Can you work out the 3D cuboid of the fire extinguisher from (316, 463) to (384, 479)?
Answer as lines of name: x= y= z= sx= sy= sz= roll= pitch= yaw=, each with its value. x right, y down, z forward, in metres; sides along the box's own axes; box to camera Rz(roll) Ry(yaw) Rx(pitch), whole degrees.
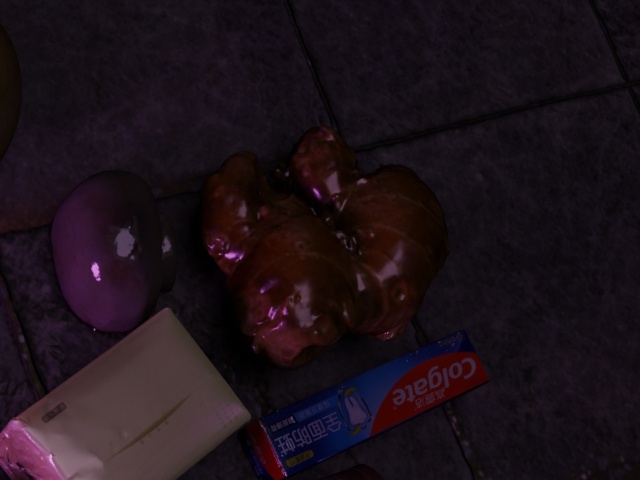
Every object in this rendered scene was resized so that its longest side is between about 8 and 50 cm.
fire extinguisher: x=-0.051 y=0.329 z=1.967 sx=0.269 sy=0.105 sz=0.105 roll=-16 pitch=78 yaw=-33

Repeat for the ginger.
ginger: x=0.010 y=0.000 z=2.109 sx=0.357 sy=0.152 sz=0.274 roll=-21 pitch=61 yaw=-34

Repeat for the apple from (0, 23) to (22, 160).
apple: x=-0.442 y=-0.157 z=1.872 sx=0.257 sy=0.257 sz=0.234 roll=37 pitch=27 yaw=-10

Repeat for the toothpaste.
toothpaste: x=0.055 y=0.196 z=2.095 sx=0.320 sy=0.066 sz=0.076 roll=-22 pitch=81 yaw=-33

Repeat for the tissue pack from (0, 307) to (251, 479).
tissue pack: x=-0.215 y=0.206 z=1.904 sx=0.234 sy=0.125 sz=0.159 roll=-37 pitch=89 yaw=-34

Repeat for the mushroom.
mushroom: x=-0.228 y=0.006 z=2.000 sx=0.141 sy=0.117 sz=0.188 roll=-4 pitch=76 yaw=-18
